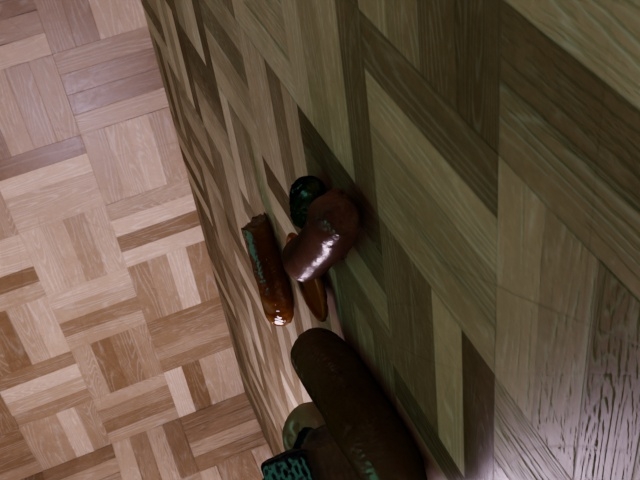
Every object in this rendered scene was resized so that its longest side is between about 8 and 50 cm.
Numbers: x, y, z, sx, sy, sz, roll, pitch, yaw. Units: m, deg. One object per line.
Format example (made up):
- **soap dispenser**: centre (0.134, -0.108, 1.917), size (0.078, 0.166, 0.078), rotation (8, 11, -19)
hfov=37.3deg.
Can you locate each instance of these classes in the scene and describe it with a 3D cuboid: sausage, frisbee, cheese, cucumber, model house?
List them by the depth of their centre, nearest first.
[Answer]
- **sausage**: centre (0.000, 0.000, 1.585), size (0.419, 0.094, 0.094), rotation (126, 162, -74)
- **cucumber**: centre (-0.025, -0.064, 1.671), size (0.227, 0.069, 0.069), rotation (104, 144, -75)
- **sausage**: centre (0.062, 0.310, 1.736), size (0.501, 0.123, 0.136), rotation (-129, 26, -54)
- **model house**: centre (0.010, 0.487, 1.901), size (0.298, 0.284, 0.243), rotation (126, 128, -76)
- **frisbee**: centre (-0.019, 0.071, 1.915), size (0.192, 0.035, 0.192), rotation (159, 90, -78)
- **cheese**: centre (0.005, 0.491, 2.220), size (0.218, 0.117, 0.235), rotation (18, 119, 57)
- **sausage**: centre (-0.123, 0.081, 2.301), size (0.103, 0.076, 0.302), rotation (-120, 15, -69)
